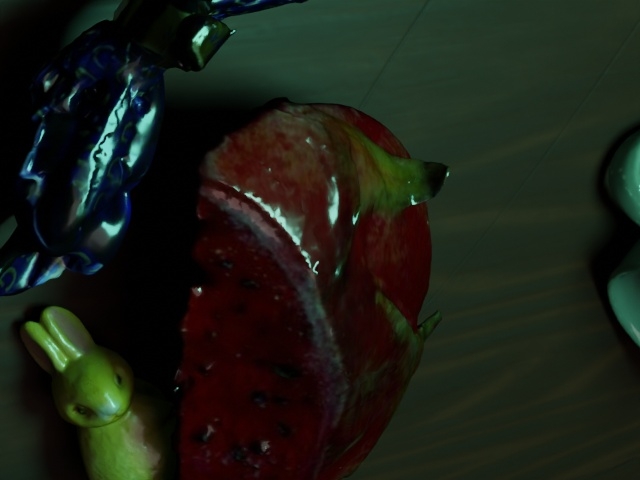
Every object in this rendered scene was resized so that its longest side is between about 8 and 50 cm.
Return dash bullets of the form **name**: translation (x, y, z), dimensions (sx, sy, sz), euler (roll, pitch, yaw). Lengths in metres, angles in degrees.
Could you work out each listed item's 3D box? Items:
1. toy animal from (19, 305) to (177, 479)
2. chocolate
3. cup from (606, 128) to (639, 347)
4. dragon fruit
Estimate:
- **toy animal**: translation (-0.147, 0.109, 1.155), dimensions (0.083, 0.070, 0.159), euler (-47, 130, -19)
- **chocolate**: translation (-0.099, -0.110, 1.025), dimensions (0.126, 0.148, 0.343), euler (40, 86, -20)
- **cup**: translation (0.360, -0.020, 1.479), dimensions (0.258, 0.186, 0.234), euler (45, 71, -19)
- **dragon fruit**: translation (0.014, 0.053, 1.175), dimensions (0.282, 0.100, 0.344), euler (-35, 139, -46)
